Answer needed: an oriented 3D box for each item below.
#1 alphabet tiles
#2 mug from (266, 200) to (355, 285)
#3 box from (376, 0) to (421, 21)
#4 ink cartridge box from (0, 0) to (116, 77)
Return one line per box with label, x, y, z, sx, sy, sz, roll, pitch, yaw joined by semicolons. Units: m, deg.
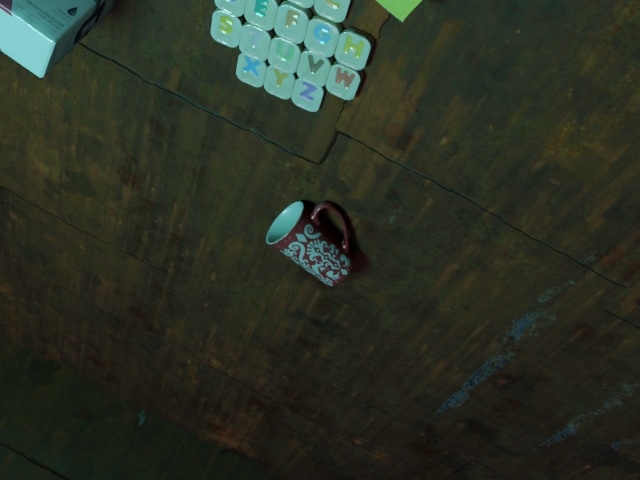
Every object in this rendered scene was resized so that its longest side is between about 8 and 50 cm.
alphabet tiles;-0.054;-0.346;1.365;0.284;0.021;0.278;25;142;3
mug;-0.005;0.008;1.670;0.169;0.113;0.150;41;142;-23
box;0.172;-0.412;1.107;0.058;0.087;0.232;37;140;-13
ink cartridge box;-0.467;-0.416;1.349;0.172;0.237;0.100;35;138;-10
